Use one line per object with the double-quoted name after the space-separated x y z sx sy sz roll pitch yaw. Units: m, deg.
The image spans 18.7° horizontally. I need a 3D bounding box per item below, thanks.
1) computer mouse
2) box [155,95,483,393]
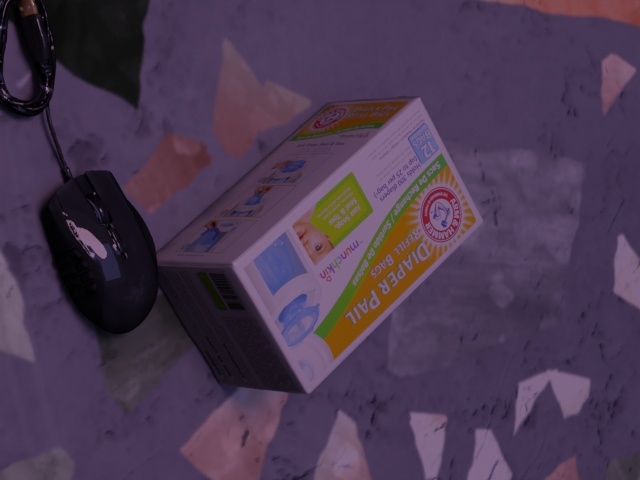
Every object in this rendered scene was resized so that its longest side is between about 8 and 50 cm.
-0.159 -0.052 1.269 0.071 0.041 0.242 -30 108 -34 "computer mouse"
0.000 0.000 1.357 0.203 0.103 0.114 -43 116 -30 "box"
